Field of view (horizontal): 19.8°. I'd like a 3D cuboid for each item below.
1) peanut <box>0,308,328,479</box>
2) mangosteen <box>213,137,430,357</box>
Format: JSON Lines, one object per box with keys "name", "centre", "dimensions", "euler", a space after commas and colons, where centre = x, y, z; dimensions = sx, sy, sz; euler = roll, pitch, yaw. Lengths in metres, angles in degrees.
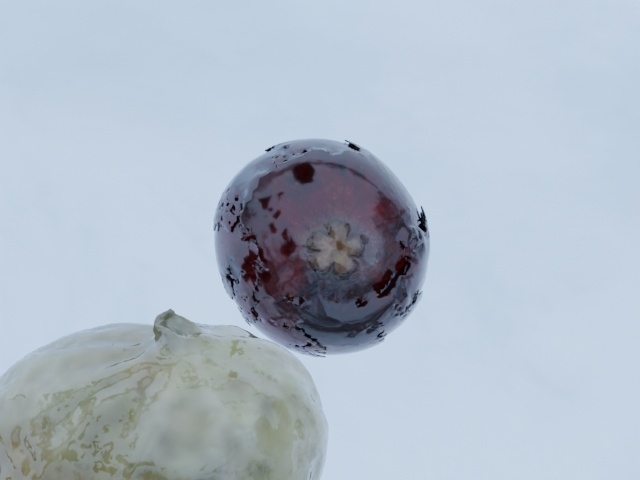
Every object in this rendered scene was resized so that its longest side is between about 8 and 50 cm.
{"name": "peanut", "centre": [-0.101, 0.109, 0.800], "dimensions": [0.224, 0.129, 0.129], "euler": [-33, 102, 25]}
{"name": "mangosteen", "centre": [0.000, 0.000, 1.371], "dimensions": [0.166, 0.180, 0.166], "euler": [-1, 105, -5]}
